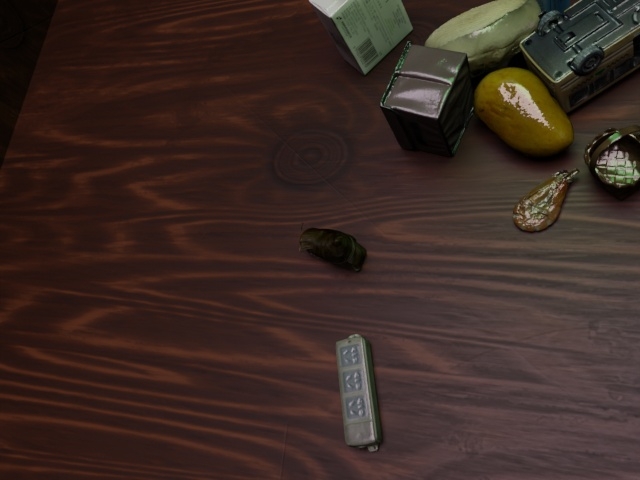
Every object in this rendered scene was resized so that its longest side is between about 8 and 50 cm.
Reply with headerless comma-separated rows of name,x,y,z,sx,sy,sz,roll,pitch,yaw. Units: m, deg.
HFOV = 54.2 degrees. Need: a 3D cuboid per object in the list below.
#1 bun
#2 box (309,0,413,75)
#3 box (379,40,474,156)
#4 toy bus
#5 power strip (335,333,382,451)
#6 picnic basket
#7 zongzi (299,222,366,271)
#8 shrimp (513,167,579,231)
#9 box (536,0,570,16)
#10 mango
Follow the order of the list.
bun,0.404,-0.493,1.551,0.287,0.146,0.287,-21,24,10
box,0.115,-0.603,1.676,0.194,0.260,0.111,-43,56,2
box,0.268,-0.332,1.511,0.153,0.252,0.188,20,81,23
toy bus,0.658,-0.469,1.419,0.365,0.202,0.177,-33,55,12
power strip,0.086,0.344,1.438,0.078,0.052,0.272,-14,65,19
picnic basket,0.633,-0.177,1.325,0.128,0.178,0.138,-37,60,8
zongzi,0.000,0.000,1.534,0.187,0.184,0.084,18,83,29
shrimp,0.519,-0.096,1.429,0.091,0.043,0.184,43,97,23
box,0.523,-0.637,1.522,0.142,0.232,0.083,39,88,31
mango,0.473,-0.295,1.462,0.262,0.130,0.167,52,126,19
